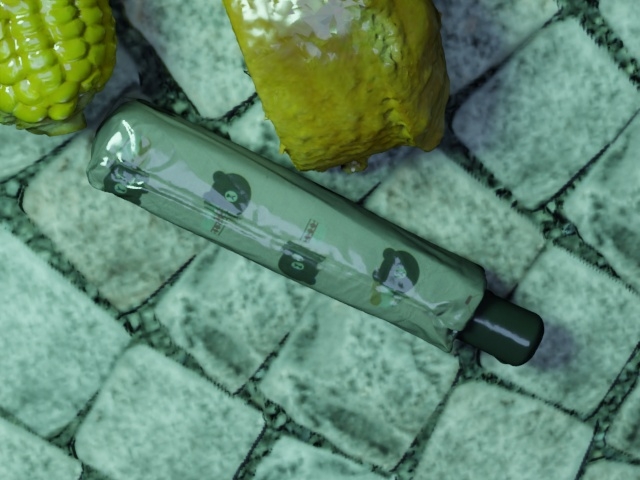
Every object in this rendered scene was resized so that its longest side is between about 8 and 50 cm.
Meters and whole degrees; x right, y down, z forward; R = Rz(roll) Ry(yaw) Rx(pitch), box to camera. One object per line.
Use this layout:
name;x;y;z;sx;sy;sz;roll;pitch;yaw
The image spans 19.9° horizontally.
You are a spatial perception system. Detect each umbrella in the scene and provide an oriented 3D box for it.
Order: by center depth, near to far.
umbrella;0.000;0.000;1.246;0.337;0.073;0.067;25;120;-10

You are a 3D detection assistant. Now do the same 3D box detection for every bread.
bread;0.002;-0.146;1.184;0.143;0.139;0.229;-21;103;10

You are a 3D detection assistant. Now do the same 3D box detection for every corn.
corn;-0.224;-0.236;1.153;0.120;0.120;0.363;-18;104;1
